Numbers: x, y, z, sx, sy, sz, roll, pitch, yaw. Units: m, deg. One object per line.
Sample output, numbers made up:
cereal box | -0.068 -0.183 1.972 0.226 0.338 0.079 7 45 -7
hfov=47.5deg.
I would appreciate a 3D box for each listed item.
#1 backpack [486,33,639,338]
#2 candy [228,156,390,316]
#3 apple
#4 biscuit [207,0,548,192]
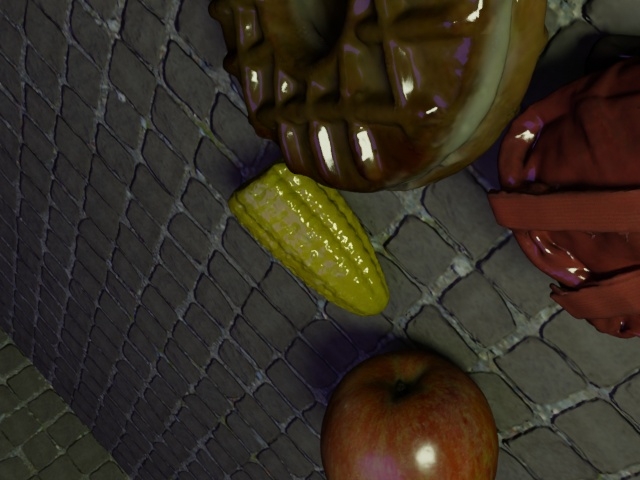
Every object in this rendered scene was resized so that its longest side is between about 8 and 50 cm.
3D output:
backpack | 0.229 -0.023 0.452 0.229 0.139 0.229 34 143 31
candy | 0.000 0.000 0.768 0.199 0.094 0.106 47 143 -6
apple | 0.092 0.212 0.765 0.188 0.188 0.174 15 126 39
biscuit | 0.020 -0.189 0.517 0.332 0.103 0.332 35 134 47
